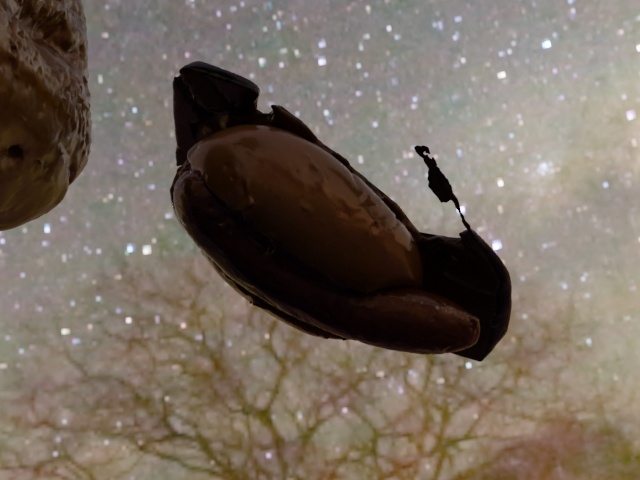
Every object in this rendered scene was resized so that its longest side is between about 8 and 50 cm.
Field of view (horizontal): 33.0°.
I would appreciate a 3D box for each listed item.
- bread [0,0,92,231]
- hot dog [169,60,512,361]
[{"bbox_3d":[-0.251,-0.183,0.708,0.148,0.336,0.328,-10,-16,-2],"label":"bread"},{"bbox_3d":[-0.003,0.003,0.857,0.326,0.107,0.194,26,-40,11],"label":"hot dog"}]
